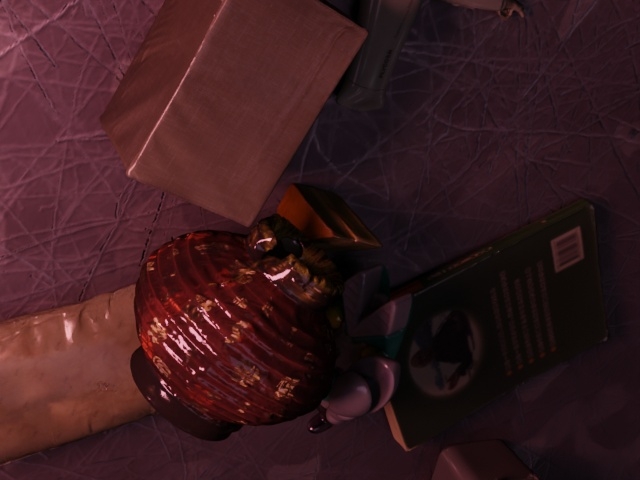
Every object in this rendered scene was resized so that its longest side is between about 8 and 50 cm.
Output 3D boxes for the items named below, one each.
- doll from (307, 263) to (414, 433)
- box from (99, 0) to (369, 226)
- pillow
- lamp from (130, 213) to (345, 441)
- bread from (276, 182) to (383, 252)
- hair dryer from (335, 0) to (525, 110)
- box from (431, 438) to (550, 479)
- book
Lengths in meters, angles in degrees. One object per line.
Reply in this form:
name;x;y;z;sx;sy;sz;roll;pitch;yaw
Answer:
doll;0.030;0.154;1.113;0.153;0.195;0.258;-25;123;-46
box;-0.090;-0.162;0.899;0.155;0.149;0.231;22;107;-33
pillow;-0.285;0.150;1.032;0.302;0.075;0.185;-15;114;-18
lamp;-0.084;0.088;0.956;0.246;0.247;0.247;-11;122;-19
bread;0.002;0.002;1.042;0.074;0.139;0.084;12;112;-31
hair dryer;0.139;-0.247;1.023;0.237;0.075;0.206;-7;128;-30
box;0.250;0.434;1.411;0.163;0.135;0.243;0;118;-24
book;0.244;0.122;1.288;0.370;0.043;0.260;-25;123;-12
